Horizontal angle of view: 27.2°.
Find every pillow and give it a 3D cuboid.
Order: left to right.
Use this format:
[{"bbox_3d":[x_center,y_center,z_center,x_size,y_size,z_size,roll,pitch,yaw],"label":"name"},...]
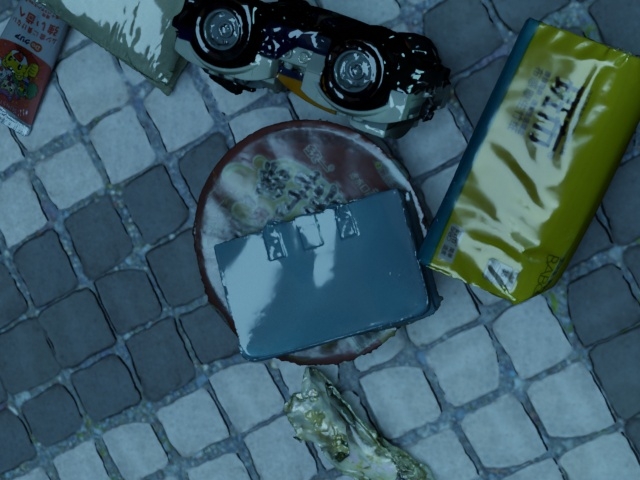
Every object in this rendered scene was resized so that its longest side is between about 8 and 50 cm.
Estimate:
[{"bbox_3d":[-0.216,-0.269,1.507,0.181,0.078,0.134,34,98,-4],"label":"pillow"}]

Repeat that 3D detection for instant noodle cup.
[{"bbox_3d":[0.000,0.000,1.469,0.274,0.091,0.274,2,96,18],"label":"instant noodle cup"}]

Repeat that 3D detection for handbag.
[{"bbox_3d":[0.006,0.037,1.397,0.221,0.057,0.144,-15,88,19],"label":"handbag"}]

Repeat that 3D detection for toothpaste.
[{"bbox_3d":[-0.341,-0.244,1.578,0.089,0.057,0.234,31,111,2],"label":"toothpaste"}]

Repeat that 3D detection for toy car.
[{"bbox_3d":[-0.011,-0.195,1.407,0.301,0.193,0.118,17,107,18],"label":"toy car"}]

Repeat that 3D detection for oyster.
[{"bbox_3d":[0.038,0.228,1.509,0.106,0.061,0.200,-41,80,35],"label":"oyster"}]

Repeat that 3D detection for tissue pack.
[{"bbox_3d":[0.225,-0.079,1.338,0.134,0.192,0.271,26,103,15],"label":"tissue pack"}]
